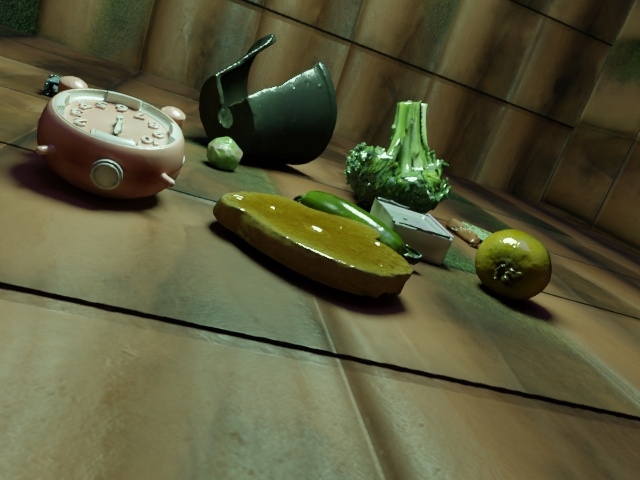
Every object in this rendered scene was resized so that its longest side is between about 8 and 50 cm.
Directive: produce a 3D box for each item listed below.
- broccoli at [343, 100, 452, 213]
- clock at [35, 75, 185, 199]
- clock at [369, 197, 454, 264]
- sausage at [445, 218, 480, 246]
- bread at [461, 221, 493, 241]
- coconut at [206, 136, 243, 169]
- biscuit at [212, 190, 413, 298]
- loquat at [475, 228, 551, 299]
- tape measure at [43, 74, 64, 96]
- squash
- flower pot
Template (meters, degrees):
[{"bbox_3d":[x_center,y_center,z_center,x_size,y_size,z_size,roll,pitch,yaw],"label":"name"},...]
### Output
[{"bbox_3d":[0.185,-0.203,1.489,0.249,0.302,0.375,-18,-8,42],"label":"broccoli"},{"bbox_3d":[-0.339,-0.144,0.905,0.227,0.143,0.241,13,27,-22],"label":"clock"},{"bbox_3d":[0.194,-0.024,1.237,0.146,0.071,0.192,16,16,-13],"label":"clock"},{"bbox_3d":[0.399,-0.021,1.550,0.036,0.042,0.158,55,2,-27],"label":"sausage"},{"bbox_3d":[0.491,0.000,1.592,0.112,0.036,0.193,18,12,-26],"label":"bread"},{"bbox_3d":[-0.231,-0.211,1.336,0.083,0.081,0.082,32,30,9],"label":"coconut"},{"bbox_3d":[-0.001,0.002,0.940,0.343,0.057,0.287,28,18,26],"label":"biscuit"},{"bbox_3d":[0.386,0.048,1.116,0.163,0.137,0.163,31,25,-16],"label":"loquat"},{"bbox_3d":[-0.675,-0.400,1.469,0.094,0.054,0.091,10,24,-25],"label":"tape measure"},{"bbox_3d":[0.059,-0.037,1.116,0.318,0.071,0.080,30,13,29],"label":"squash"},{"bbox_3d":[-0.173,-0.355,1.540,0.379,0.380,0.251,29,39,28],"label":"flower pot"}]
